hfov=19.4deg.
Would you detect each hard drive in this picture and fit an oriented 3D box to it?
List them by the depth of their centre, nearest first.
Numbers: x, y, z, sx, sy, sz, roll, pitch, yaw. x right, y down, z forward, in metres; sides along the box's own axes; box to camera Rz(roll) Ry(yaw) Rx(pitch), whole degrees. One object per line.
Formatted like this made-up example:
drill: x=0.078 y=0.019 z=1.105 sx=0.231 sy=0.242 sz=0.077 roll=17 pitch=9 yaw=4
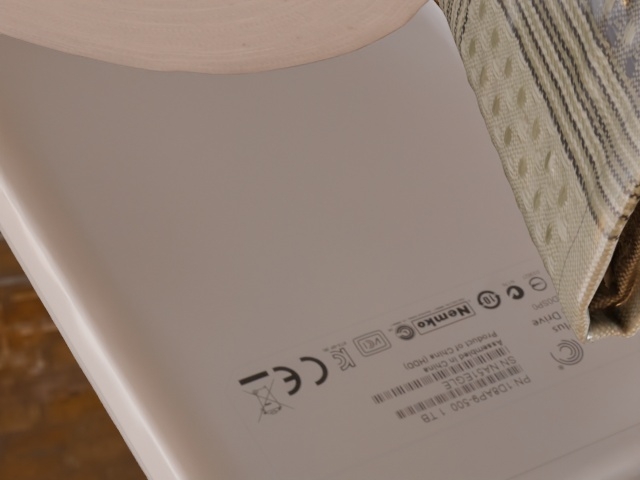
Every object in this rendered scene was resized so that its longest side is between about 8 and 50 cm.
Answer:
hard drive: x=0.000 y=0.000 z=0.786 sx=0.233 sy=0.047 sz=0.353 roll=-19 pitch=-123 yaw=-26

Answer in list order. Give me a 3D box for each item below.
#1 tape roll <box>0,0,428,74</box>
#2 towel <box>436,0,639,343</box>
tape roll: x=-0.057 y=-0.137 z=0.522 sx=0.219 sy=0.219 sz=0.072 roll=3 pitch=-120 yaw=18
towel: x=0.102 y=-0.173 z=0.620 sx=0.056 sy=0.312 sz=0.324 roll=2 pitch=-138 yaw=-16
